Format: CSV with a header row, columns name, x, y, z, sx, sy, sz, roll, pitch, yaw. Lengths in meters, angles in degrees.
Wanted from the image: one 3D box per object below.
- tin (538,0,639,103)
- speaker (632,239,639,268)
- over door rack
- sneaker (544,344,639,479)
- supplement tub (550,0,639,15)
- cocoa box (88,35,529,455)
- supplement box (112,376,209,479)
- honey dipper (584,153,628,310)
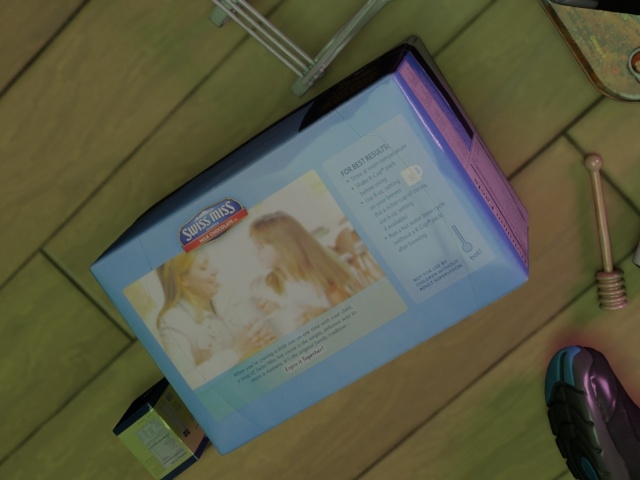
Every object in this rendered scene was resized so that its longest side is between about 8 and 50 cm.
name,x,y,z,sx,sy,sz,roll,pitch,yaw
tin,0.281,-0.221,1.263,0.106,0.040,0.190,-31,99,20
speaker,0.357,-0.032,1.299,0.055,0.055,0.136,18,108,3
over door rack,-0.009,-0.316,1.219,0.239,0.108,0.324,40,132,-5
sneaker,0.348,0.243,1.369,0.139,0.125,0.341,-30,103,-6
supplement tub,0.365,-0.284,1.114,0.338,0.207,0.207,8,108,4
cocoa box,0.000,0.000,1.271,0.347,0.228,0.231,-32,100,16
supplement box,-0.169,0.207,1.436,0.056,0.083,0.083,-38,97,18
honey dipper,0.287,-0.009,1.332,0.030,0.030,0.161,-7,102,11
